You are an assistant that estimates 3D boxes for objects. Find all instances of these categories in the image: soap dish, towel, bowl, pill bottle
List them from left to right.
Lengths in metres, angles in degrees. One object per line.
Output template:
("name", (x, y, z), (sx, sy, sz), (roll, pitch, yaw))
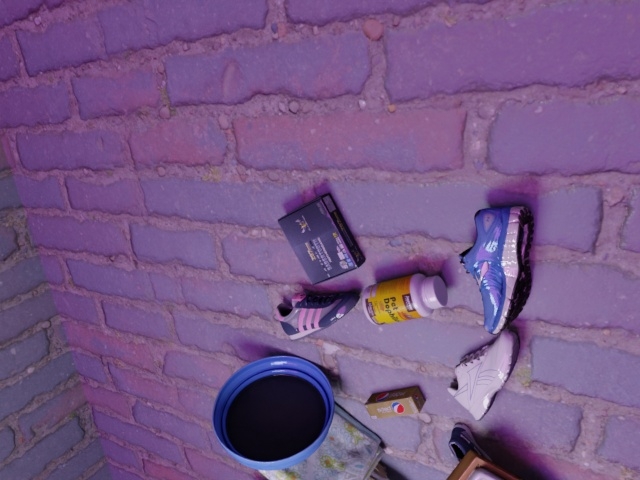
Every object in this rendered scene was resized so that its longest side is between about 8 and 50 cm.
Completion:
("bowl", (-0.147, 0.548, 1.513), (0.391, 0.391, 0.077), (15, 130, 26))
("towel", (-0.012, 0.680, 1.522), (0.374, 0.320, 0.090), (31, 131, 17))
("pill bottle", (0.229, 0.158, 1.276), (0.215, 0.117, 0.117), (-19, 99, 36))
("soap dish", (0.471, 0.729, 1.289), (0.291, 0.118, 0.229), (31, 100, -7))

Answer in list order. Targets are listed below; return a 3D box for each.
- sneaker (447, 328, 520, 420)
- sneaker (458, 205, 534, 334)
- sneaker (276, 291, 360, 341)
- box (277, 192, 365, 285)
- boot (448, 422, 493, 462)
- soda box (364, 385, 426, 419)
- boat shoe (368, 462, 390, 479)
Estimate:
("sneaker", (0.429, 0.348, 1.246), (0.129, 0.111, 0.297), (31, 122, 24))
("sneaker", (0.421, 0.070, 1.138), (0.147, 0.130, 0.330), (14, 114, 42))
("sneaker", (-0.022, 0.209, 1.456), (0.319, 0.112, 0.131), (-33, 94, 36))
("box", (0.000, 0.000, 1.386), (0.183, 0.059, 0.232), (-24, 96, 37))
("boot", (0.439, 0.639, 1.372), (0.069, 0.086, 0.190), (-37, 89, 37))
("soda box", (0.230, 0.506, 1.458), (0.181, 0.061, 0.058), (-24, 96, 36))
("boat shoe", (0.182, 0.806, 1.589), (0.302, 0.103, 0.113), (30, 123, 19))
